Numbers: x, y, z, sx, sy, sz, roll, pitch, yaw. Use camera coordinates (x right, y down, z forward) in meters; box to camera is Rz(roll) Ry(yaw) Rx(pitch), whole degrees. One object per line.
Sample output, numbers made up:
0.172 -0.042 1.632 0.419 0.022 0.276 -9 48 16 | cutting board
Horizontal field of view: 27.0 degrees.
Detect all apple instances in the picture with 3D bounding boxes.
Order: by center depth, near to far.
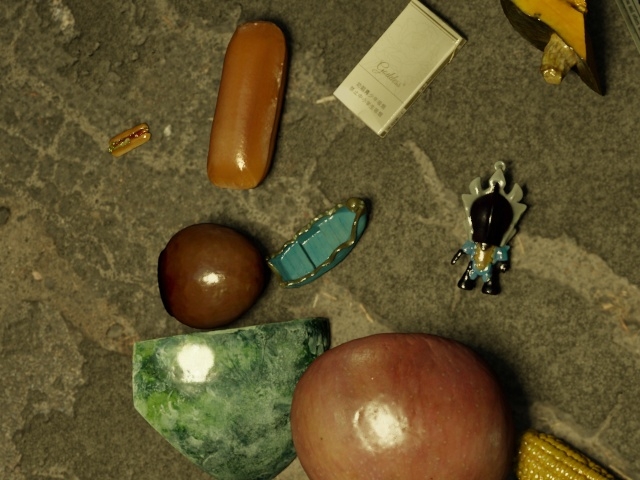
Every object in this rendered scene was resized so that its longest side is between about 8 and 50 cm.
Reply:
0.110 0.262 1.822 0.306 0.306 0.235 -10 62 20 | apple

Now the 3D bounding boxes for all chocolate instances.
-0.159 0.052 2.043 0.177 0.177 0.176 -4 78 21 | chocolate

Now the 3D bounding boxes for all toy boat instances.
0.000 0.000 2.026 0.185 0.077 0.075 -36 68 12 | toy boat

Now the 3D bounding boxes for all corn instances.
0.378 0.362 1.792 0.313 0.102 0.102 34 94 23 | corn

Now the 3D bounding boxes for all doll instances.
0.246 -0.020 1.937 0.096 0.070 0.195 11 91 8 | doll

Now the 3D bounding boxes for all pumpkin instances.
0.329 -0.326 1.931 0.126 0.131 0.248 -10 71 11 | pumpkin

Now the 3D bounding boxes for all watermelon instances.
-0.128 0.238 2.024 0.320 0.214 0.289 -19 109 -20 | watermelon

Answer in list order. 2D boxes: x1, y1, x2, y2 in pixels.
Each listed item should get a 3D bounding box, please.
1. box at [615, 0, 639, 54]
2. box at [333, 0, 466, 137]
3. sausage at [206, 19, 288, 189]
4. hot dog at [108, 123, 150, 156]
0.484 -0.361 1.922 0.115 0.036 0.177 -24 72 16 | box
0.121 -0.266 2.055 0.109 0.029 0.198 44 99 23 | box
-0.113 -0.212 2.101 0.105 0.105 0.274 6 82 23 | sausage
-0.321 -0.168 2.219 0.083 0.021 0.037 -28 70 14 | hot dog
